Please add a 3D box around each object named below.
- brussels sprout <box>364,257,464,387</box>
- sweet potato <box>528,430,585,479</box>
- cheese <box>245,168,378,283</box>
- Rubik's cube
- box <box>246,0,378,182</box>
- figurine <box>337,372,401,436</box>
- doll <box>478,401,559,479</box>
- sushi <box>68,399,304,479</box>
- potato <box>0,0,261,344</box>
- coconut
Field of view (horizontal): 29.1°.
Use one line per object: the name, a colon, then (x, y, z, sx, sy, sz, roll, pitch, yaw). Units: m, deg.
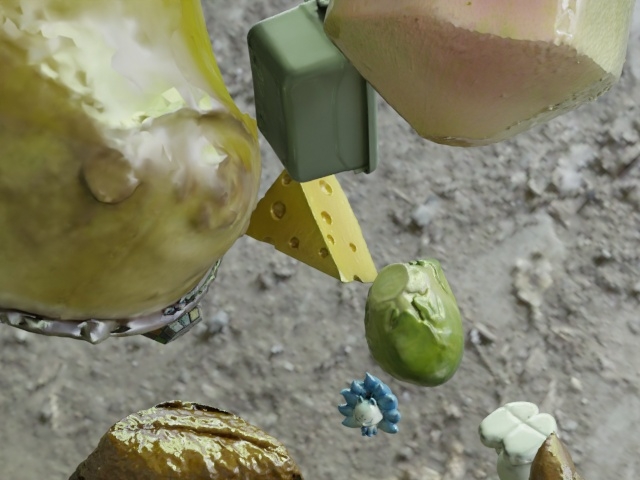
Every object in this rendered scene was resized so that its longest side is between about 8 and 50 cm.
brussels sprout: (0.109, 0.101, 1.444, 0.118, 0.155, 0.155, -26, 50, 20)
sweet potato: (0.237, 0.294, 1.241, 0.068, 0.060, 0.205, -6, 75, 40)
cheese: (0.000, 0.000, 1.589, 0.171, 0.093, 0.126, 48, 110, 26)
Rubik's cube: (-0.214, 0.089, 1.711, 0.111, 0.111, 0.093, -37, 83, 20)
box: (-0.010, -0.142, 1.190, 0.093, 0.172, 0.124, -21, 49, -14)
figurine: (0.081, 0.267, 2.022, 0.114, 0.114, 0.079, -13, 15, 37)
doll: (0.267, 0.338, 1.501, 0.144, 0.271, 0.208, -31, 57, -21)
sushi: (-0.144, 0.258, 1.376, 0.149, 0.287, 0.140, -116, 32, -62)
potato: (-0.141, -0.189, 0.572, 0.296, 0.290, 0.397, -48, 64, 38)
coconut: (0.127, -0.192, 0.949, 0.233, 0.233, 0.245, 18, 95, 47)
